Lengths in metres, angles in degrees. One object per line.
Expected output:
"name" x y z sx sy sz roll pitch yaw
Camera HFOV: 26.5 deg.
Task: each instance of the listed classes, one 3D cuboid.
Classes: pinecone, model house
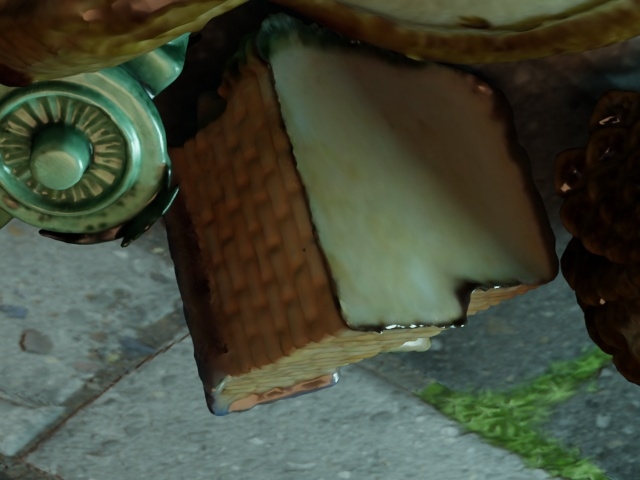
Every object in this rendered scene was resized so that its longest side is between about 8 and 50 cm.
"pinecone" 0.225 0.016 0.749 0.169 0.185 0.212 -23 151 -2
"model house" 0.000 0.000 0.723 0.183 0.166 0.172 0 155 -43

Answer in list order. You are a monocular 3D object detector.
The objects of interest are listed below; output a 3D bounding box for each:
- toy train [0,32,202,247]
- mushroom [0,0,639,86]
"toy train" -0.237 -0.062 0.648 0.397 0.160 0.253 -36 121 27
"mushroom" 0.029 -0.162 0.468 0.346 0.259 0.345 9 154 5
